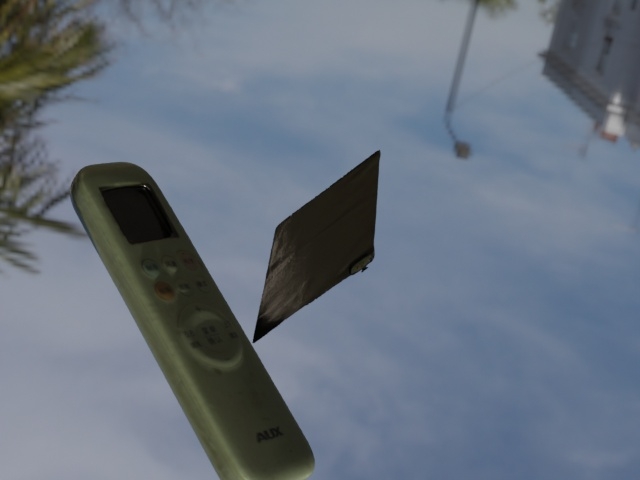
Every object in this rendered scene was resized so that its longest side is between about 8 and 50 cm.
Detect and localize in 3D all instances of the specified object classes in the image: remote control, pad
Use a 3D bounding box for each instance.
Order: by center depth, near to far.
[{"bbox_3d":[0.000,0.000,1.063,0.004,0.116,0.193,47,-160,-19],"label":"pad"},{"bbox_3d":[-0.107,0.068,1.108,0.090,0.038,0.309,-10,-116,-49],"label":"remote control"}]
